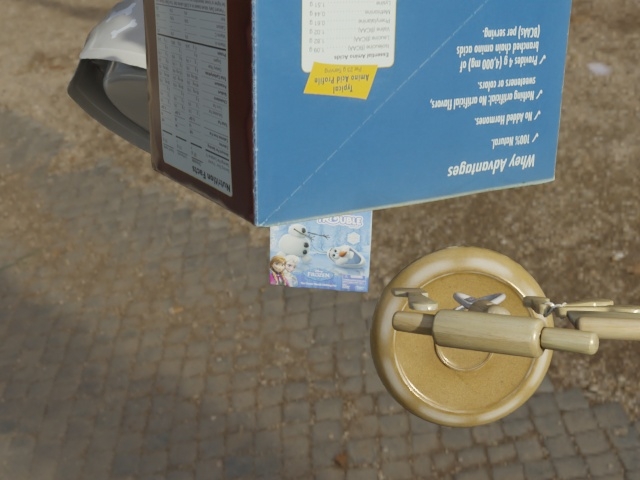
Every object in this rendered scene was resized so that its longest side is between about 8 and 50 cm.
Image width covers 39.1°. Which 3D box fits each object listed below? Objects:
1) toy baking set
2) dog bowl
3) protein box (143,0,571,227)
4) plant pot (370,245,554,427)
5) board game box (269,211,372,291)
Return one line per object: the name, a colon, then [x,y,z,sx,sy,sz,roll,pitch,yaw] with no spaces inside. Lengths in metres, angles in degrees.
toy baking set: [0.154,0.067,0.757,0.256,0.030,0.197,3,3,29]
dog bowl: [-0.140,-0.172,1.120,0.349,0.349,0.102,13,73,32]
protein box: [0.020,-0.131,0.491,0.200,0.201,0.136,-10,22,-30]
plant pot: [0.181,0.126,1.140,0.236,0.236,0.032,-10,5,1]
board game box: [0.000,0.000,0.802,0.090,0.090,0.020,4,24,6]
